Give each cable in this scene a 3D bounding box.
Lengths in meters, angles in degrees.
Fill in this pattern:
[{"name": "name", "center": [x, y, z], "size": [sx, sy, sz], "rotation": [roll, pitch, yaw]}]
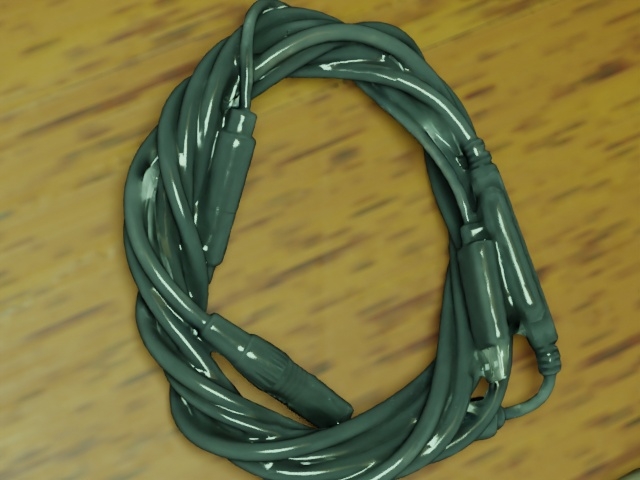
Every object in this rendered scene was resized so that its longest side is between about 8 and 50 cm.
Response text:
[{"name": "cable", "center": [0.000, 0.000, 0.702], "size": [0.150, 0.047, 0.184], "rotation": [-19, 85, -12]}]

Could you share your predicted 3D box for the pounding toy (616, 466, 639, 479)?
[{"name": "pounding toy", "center": [0.241, 0.156, 0.677], "size": [0.155, 0.154, 0.269], "rotation": [-28, 66, -19]}]
